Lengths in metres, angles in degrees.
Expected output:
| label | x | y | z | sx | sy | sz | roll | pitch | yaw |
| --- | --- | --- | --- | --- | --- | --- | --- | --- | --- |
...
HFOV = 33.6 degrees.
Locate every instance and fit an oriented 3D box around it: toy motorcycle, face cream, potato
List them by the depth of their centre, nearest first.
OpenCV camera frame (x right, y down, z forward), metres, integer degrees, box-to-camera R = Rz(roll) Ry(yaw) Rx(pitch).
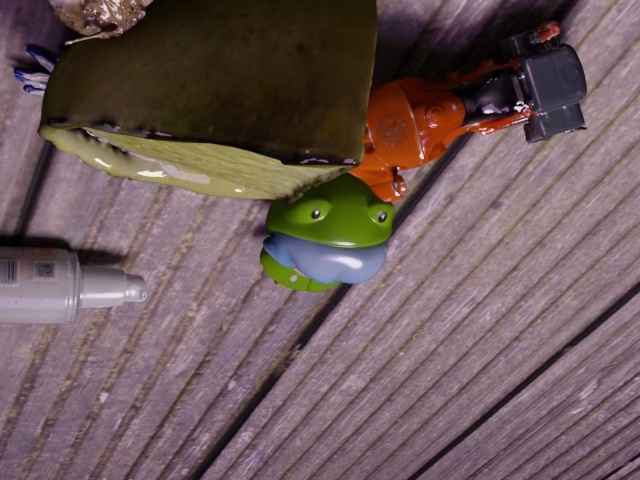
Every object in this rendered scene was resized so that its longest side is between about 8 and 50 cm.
| label | x | y | z | sx | sy | sz | roll | pitch | yaw |
| --- | --- | --- | --- | --- | --- | --- | --- | --- | --- |
| potato | -0.116 | -0.167 | 1.027 | 0.280 | 0.212 | 0.330 | 9 | 173 | -12 |
| toy motorcycle | 0.136 | -0.140 | 1.136 | 0.326 | 0.147 | 0.221 | -18 | -175 | -4 |
| face cream | -0.352 | 0.058 | 1.365 | 0.252 | 0.101 | 0.101 | 3 | 144 | -19 |

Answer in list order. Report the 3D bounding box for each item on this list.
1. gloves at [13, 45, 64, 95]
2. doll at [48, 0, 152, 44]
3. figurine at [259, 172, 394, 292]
| label | x | y | z | sx | sy | sz | roll | pitch | yaw |
| --- | --- | --- | --- | --- | --- | --- | --- | --- | --- |
| gloves | -0.277 | -0.174 | 1.110 | 0.086 | 0.026 | 0.064 | 8 | 141 | -17 |
| doll | -0.215 | -0.269 | 0.868 | 0.105 | 0.115 | 0.221 | -15 | 116 | 26 |
| figurine | 0.000 | 0.000 | 1.353 | 0.162 | 0.143 | 0.263 | 7 | 160 | -14 |
